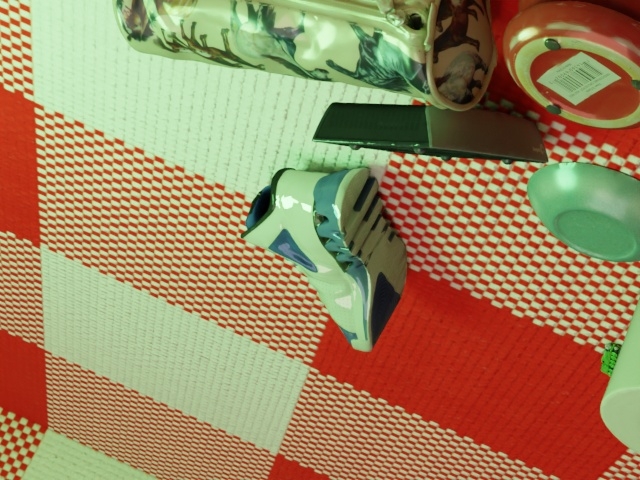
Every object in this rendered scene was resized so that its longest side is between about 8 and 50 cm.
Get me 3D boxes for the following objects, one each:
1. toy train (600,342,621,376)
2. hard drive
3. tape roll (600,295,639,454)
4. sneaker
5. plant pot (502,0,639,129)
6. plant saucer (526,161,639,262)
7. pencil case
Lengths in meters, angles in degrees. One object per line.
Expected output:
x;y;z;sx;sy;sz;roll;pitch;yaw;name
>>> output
0.400;0.164;2.290;0.024;0.017;0.083;28;157;19;toy train
0.127;-0.118;1.827;0.172;0.054;0.255;5;-178;36;hard drive
0.488;0.175;2.055;0.246;0.169;0.246;20;153;11;tape roll
0.000;-0.001;2.234;0.182;0.127;0.315;16;146;27;sneaker
0.271;-0.207;1.522;0.191;0.174;0.191;19;155;9;plant pot
0.332;-0.021;1.976;0.195;0.037;0.195;21;155;11;plant saucer
-0.026;-0.245;1.721;0.410;0.160;0.183;13;170;24;pencil case
